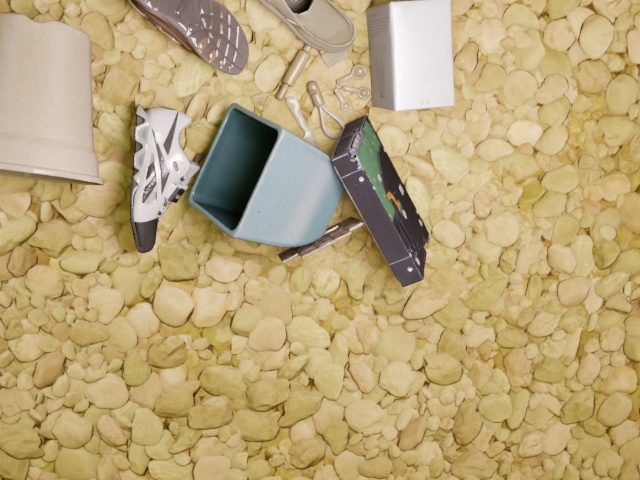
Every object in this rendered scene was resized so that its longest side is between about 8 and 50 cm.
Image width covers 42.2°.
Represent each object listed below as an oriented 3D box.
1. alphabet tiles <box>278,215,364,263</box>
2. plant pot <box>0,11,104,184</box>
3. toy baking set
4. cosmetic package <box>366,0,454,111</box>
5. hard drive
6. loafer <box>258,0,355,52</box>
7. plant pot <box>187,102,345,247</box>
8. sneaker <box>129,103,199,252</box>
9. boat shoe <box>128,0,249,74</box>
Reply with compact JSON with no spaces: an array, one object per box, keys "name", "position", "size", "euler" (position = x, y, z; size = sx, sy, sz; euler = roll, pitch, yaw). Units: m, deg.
[{"name":"alphabet tiles","position":[0.000,0.000,1.864],"size":[0.198,0.237,0.009],"euler":[-27,97,-4]},{"name":"plant pot","position":[-0.591,-0.282,1.675],"size":[0.334,0.334,0.305],"euler":[6,90,-12]},{"name":"toy baking set","position":[0.003,-0.336,1.898],"size":[0.197,0.030,0.256],"euler":[33,95,-15]},{"name":"cosmetic package","position":[0.194,-0.406,1.817],"size":[0.138,0.224,0.224],"euler":[-7,104,-8]},{"name":"hard drive","position":[0.140,-0.091,1.863],"size":[0.064,0.237,0.338],"euler":[-22,112,20]},{"name":"loafer","position":[-0.027,-0.496,1.794],"size":[0.269,0.092,0.101],"euler":[27,82,-26]},{"name":"plant pot","position":[-0.095,-0.121,1.825],"size":[0.252,0.247,0.247],"euler":[20,98,-38]},{"name":"sneaker","position":[-0.343,-0.128,1.833],"size":[0.146,0.122,0.330],"euler":[5,102,-9]},{"name":"boat shoe","position":[-0.286,-0.475,1.775],"size":[0.324,0.116,0.123],"euler":[40,77,-34]}]
